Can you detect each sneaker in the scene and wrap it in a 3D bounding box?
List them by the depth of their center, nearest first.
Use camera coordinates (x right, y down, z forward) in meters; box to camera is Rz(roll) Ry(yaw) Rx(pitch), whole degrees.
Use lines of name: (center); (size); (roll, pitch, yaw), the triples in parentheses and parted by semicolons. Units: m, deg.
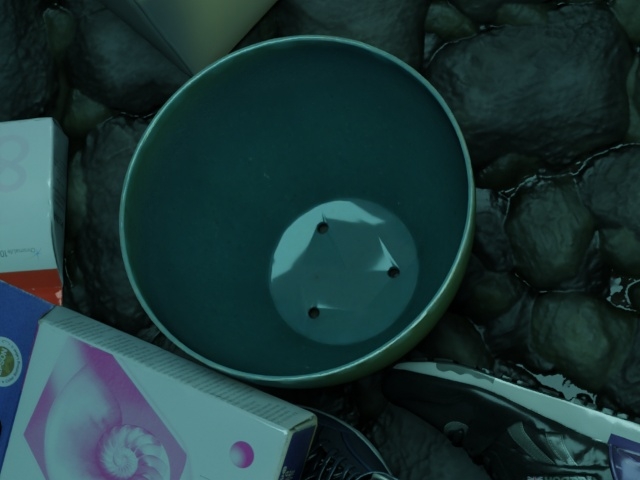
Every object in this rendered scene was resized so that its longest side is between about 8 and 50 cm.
sneaker: (0.016, 0.200, 1.420); (0.226, 0.163, 0.086); (41, 87, 23)
sneaker: (0.170, 0.183, 1.421); (0.283, 0.107, 0.124); (17, 83, 18)

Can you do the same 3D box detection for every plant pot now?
plant pot: (0.000, 0.000, 1.470); (0.290, 0.195, 0.290); (-4, 71, 13)

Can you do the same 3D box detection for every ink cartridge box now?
ink cartridge box: (-0.197, 0.236, 1.439); (0.330, 0.071, 0.324); (21, 103, 20)
ink cartridge box: (-0.332, 0.007, 1.628); (0.189, 0.066, 0.232); (-5, 67, 12)

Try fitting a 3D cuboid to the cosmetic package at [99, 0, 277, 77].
cosmetic package: (-0.180, -0.426, 1.587); (0.394, 0.327, 0.329); (41, 86, 23)
